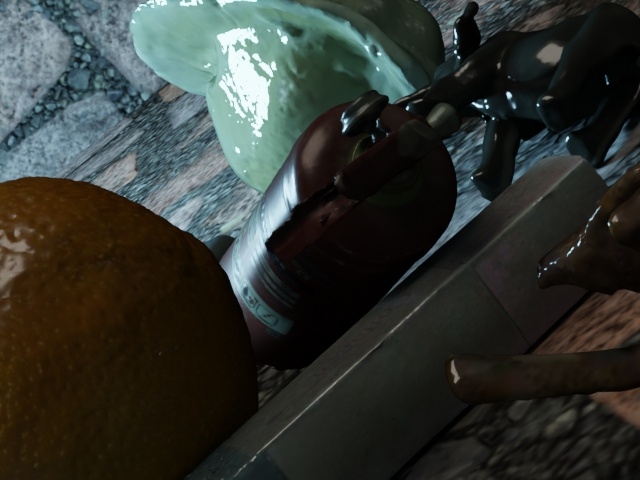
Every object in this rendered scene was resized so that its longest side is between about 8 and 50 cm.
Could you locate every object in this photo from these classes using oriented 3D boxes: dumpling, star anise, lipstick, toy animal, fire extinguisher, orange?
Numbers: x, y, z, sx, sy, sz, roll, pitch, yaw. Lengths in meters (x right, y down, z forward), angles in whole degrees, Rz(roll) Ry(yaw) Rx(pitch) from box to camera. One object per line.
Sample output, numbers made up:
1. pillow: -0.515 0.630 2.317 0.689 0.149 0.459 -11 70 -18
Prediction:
1. dumpling: -0.015 -0.137 1.621 0.270 0.212 0.320 -3 -28 -39
2. star anise: 0.235 -0.028 0.831 0.349 0.109 0.292 -35 3 -34
3. lipstick: 0.047 0.075 1.033 0.317 0.068 0.066 -42 13 -14
4. toy animal: 0.143 -0.100 1.309 0.245 0.114 0.146 1 42 34
5. fire extinguisher: 0.000 0.000 1.106 0.147 0.106 0.337 -43 -5 -24
6. orange: -0.164 0.098 1.102 0.264 0.264 0.264 -35 14 10

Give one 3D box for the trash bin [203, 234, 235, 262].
1. trash bin: -0.145 0.106 1.355 0.176 0.101 0.236 -30 14 34
